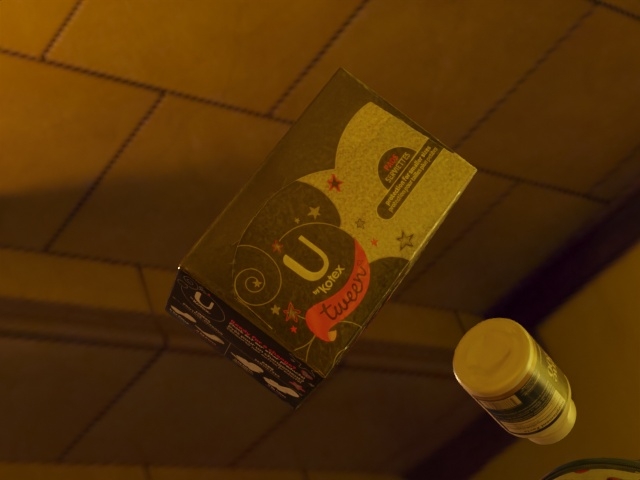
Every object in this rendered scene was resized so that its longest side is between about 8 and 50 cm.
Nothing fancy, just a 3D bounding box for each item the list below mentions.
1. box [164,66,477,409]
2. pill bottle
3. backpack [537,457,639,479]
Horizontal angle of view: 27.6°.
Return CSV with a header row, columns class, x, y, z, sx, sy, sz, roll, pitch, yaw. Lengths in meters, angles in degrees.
class,x,y,z,sx,sy,sz,roll,pitch,yaw
box,0.000,0.000,1.176,0.247,0.163,0.142,-52,177,-21
pill bottle,0.160,0.117,1.044,0.067,0.067,0.120,-30,136,14
backpack,0.256,0.286,0.997,0.263,0.213,0.276,21,118,2
